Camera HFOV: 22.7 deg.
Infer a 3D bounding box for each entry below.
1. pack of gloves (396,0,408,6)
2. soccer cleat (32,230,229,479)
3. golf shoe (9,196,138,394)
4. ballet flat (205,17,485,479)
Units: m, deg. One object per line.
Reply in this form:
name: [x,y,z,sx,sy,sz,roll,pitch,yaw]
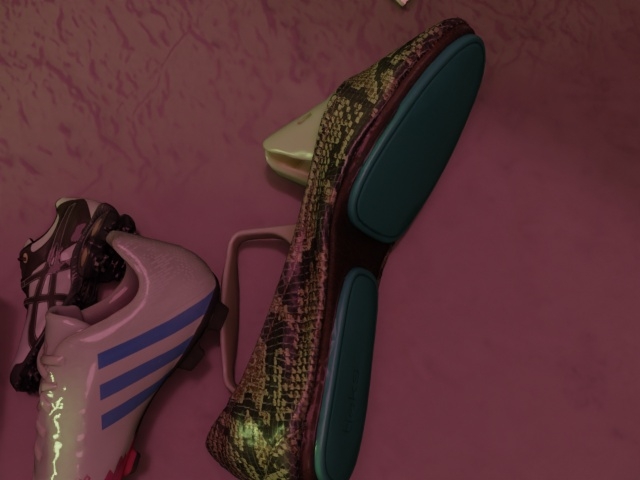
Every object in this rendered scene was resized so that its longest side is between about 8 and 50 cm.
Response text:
pack of gloves: [0.064,-0.381,1.625,0.232,0.046,0.195,42,94,8]
soccer cleat: [-0.219,0.144,1.471,0.143,0.116,0.331,31,85,-24]
golf shoe: [-0.255,0.050,1.535,0.094,0.077,0.198,25,82,24]
ballet flat: [0.000,0.000,1.512,0.182,0.164,0.483,15,82,27]
